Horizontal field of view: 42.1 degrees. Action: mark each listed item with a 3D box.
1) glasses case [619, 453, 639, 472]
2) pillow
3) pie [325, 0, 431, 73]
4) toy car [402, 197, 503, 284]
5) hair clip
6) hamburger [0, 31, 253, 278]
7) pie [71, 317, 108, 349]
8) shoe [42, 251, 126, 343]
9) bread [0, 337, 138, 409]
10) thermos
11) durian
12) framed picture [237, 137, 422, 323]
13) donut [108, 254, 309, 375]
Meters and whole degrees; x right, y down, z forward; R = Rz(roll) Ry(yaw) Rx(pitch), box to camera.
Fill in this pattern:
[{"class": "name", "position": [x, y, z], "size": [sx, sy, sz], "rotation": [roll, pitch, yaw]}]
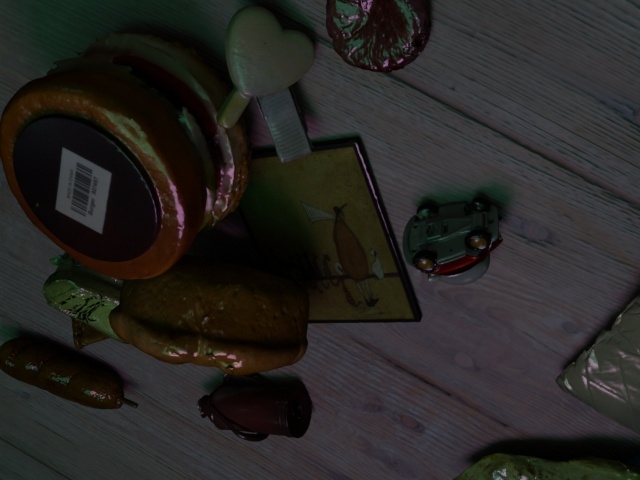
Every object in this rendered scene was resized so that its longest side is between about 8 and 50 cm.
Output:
[{"class": "glasses case", "position": [0.470, 0.442, 1.392], "size": [0.117, 0.070, 0.301], "rotation": [52, 134, 4]}, {"class": "pillow", "position": [0.515, 0.194, 1.172], "size": [0.274, 0.076, 0.281], "rotation": [29, 139, 7]}, {"class": "pie", "position": [0.069, -0.284, 1.051], "size": [0.153, 0.038, 0.154], "rotation": [14, 128, 18]}, {"class": "toy car", "position": [0.198, 0.012, 1.182], "size": [0.139, 0.112, 0.112], "rotation": [-14, 133, 24]}, {"class": "hair clip", "position": [-0.076, -0.209, 1.134], "size": [0.071, 0.159, 0.219], "rotation": [44, 157, 57]}, {"class": "hamburger", "position": [-0.272, -0.125, 1.206], "size": [0.329, 0.250, 0.330], "rotation": [14, 130, 17]}, {"class": "pie", "position": [-0.456, 0.169, 1.678], "size": [0.191, 0.033, 0.088], "rotation": [-16, 110, 42]}, {"class": "shoe", "position": [-0.373, 0.099, 1.521], "size": [0.262, 0.128, 0.140], "rotation": [26, 150, -33]}, {"class": "bread", "position": [-0.537, 0.292, 1.783], "size": [0.343, 0.084, 0.124], "rotation": [17, 153, 15]}, {"class": "thermos", "position": [-0.139, 0.317, 1.593], "size": [0.232, 0.099, 0.124], "rotation": [-1, 88, 30]}, {"class": "durian", "position": [0.406, 0.453, 1.360], "size": [0.394, 0.198, 0.163], "rotation": [-14, 152, 38]}, {"class": "framed picture", "position": [0.000, 0.000, 1.324], "size": [0.255, 0.014, 0.339], "rotation": [-4, 123, 29]}, {"class": "donut", "position": [-0.170, 0.110, 1.316], "size": [0.317, 0.299, 0.150], "rotation": [9, 92, 8]}]
